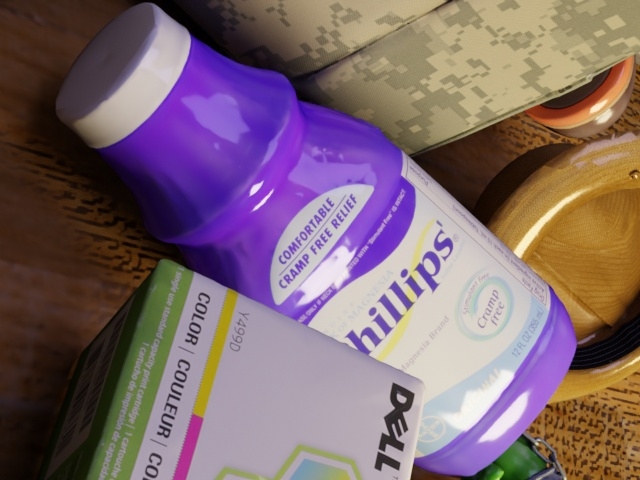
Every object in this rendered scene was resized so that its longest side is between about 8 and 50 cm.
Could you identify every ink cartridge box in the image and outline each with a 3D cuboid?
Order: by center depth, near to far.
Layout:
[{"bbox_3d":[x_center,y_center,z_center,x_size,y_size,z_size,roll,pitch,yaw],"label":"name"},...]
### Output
[{"bbox_3d":[0.006,0.151,0.681,0.255,0.097,0.189,26,52,-15],"label":"ink cartridge box"}]

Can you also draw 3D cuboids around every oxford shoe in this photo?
[{"bbox_3d":[0.145,-0.122,0.970,0.098,0.097,0.271,51,17,-27],"label":"oxford shoe"}]

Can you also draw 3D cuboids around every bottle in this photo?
[{"bbox_3d":[0.000,0.000,0.789,0.283,0.092,0.118,41,88,-30],"label":"bottle"}]

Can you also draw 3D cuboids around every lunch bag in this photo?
[{"bbox_3d":[0.052,-0.208,0.799,0.256,0.305,0.213,27,54,-40],"label":"lunch bag"}]

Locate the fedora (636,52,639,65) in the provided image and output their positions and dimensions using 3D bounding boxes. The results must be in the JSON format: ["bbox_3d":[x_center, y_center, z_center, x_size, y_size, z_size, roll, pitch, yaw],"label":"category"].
[{"bbox_3d":[0.254,-0.256,1.195,0.275,0.124,0.244,59,39,-10],"label":"fedora"}]

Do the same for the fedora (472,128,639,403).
[{"bbox_3d":[0.144,0.005,0.953,0.194,0.194,0.079,22,20,-41],"label":"fedora"}]

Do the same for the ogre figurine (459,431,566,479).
[{"bbox_3d":[0.097,0.193,0.832,0.118,0.097,0.197,38,29,-7],"label":"ogre figurine"}]
